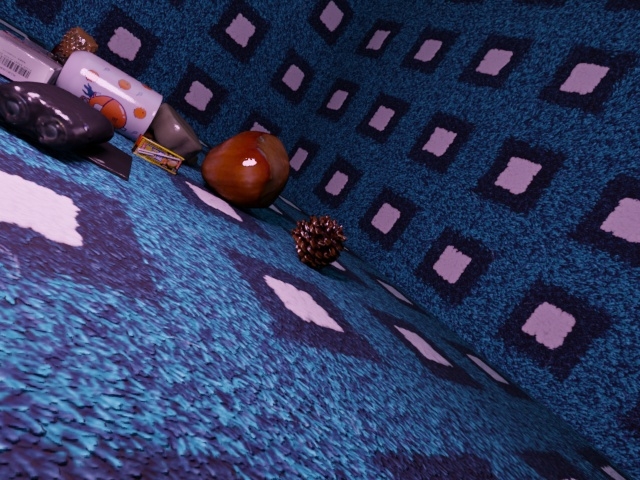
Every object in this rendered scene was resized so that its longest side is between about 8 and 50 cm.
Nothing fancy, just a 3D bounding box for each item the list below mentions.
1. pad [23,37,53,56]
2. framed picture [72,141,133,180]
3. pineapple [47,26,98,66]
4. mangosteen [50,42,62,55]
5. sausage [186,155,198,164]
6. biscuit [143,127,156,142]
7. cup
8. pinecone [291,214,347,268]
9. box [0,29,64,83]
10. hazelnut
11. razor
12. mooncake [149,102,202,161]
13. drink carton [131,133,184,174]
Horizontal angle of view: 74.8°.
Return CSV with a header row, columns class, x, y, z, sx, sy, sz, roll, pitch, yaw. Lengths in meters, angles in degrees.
class,x,y,z,sx,sy,sz,roll,pitch,yaw
pad,-1.113,-0.719,1.677,0.156,0.004,0.232,31,-20,-34
framed picture,-0.647,-0.269,1.168,0.244,0.013,0.324,31,8,-29
pineapple,-0.968,-0.688,1.585,0.125,0.251,0.125,47,8,-9
mangosteen,-1.074,-0.766,1.836,0.210,0.209,0.210,34,6,-4
sausage,-0.713,-0.462,2.036,0.301,0.065,0.066,39,8,20
biscuit,-0.824,-0.531,1.871,0.262,0.052,0.277,33,14,-20
cup,-0.793,-0.545,1.570,0.317,0.212,0.212,29,8,-32
pinecone,0.000,0.000,1.603,0.221,0.221,0.221,34,6,-4
box,-0.990,-0.591,1.388,0.200,0.106,0.299,31,6,-32
hazelnut,-0.307,-0.296,1.753,0.366,0.365,0.366,34,6,-4
razor,-0.616,-0.298,1.010,0.189,0.107,0.327,33,6,-18
mooncake,-0.646,-0.474,1.852,0.275,0.135,0.275,56,4,-6
drink carton,-0.585,-0.310,1.509,0.166,0.071,0.056,27,7,-42
